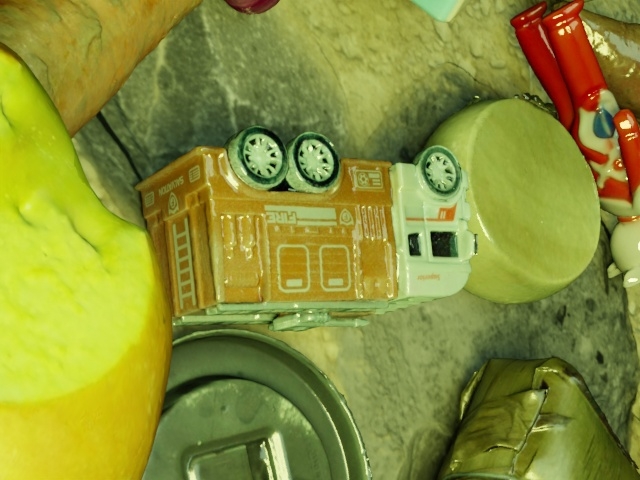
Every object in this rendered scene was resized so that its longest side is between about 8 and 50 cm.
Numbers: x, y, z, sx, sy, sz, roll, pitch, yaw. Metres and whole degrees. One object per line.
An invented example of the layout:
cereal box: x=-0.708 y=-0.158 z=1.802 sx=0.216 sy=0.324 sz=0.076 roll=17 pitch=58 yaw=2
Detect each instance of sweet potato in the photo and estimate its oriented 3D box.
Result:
sweet potato: x=0.433 y=-0.220 z=1.322 sx=0.337 sy=0.131 sz=0.131 roll=37 pitch=56 yaw=-25

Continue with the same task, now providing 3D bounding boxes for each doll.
doll: x=0.341 y=-0.103 z=1.193 sx=0.099 sy=0.188 sz=0.384 roll=-26 pitch=105 yaw=0

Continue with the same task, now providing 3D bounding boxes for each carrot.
carrot: x=-0.207 y=-0.158 z=0.804 sx=0.138 sy=0.139 sz=0.302 roll=54 pitch=46 yaw=-11

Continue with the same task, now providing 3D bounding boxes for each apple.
apple: x=-0.252 y=0.059 z=0.553 sx=0.374 sy=0.374 sz=0.384 roll=36 pitch=68 yaw=-23

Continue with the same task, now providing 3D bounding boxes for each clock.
clock: x=-0.078 y=0.214 z=0.830 sx=0.281 sy=0.055 sz=0.280 roll=12 pitch=69 yaw=-34

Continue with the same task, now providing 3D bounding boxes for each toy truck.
toy truck: x=0.000 y=0.000 z=0.908 sx=0.305 sy=0.136 sz=0.162 roll=1 pitch=77 yaw=-36

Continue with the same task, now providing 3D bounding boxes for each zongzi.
zongzi: x=0.203 y=0.336 z=0.937 sx=0.323 sy=0.160 sz=0.360 roll=49 pitch=52 yaw=-13

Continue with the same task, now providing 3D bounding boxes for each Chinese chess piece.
Chinese chess piece: x=0.208 y=-0.046 z=1.110 sx=0.238 sy=0.092 sz=0.237 roll=12 pitch=69 yaw=-33

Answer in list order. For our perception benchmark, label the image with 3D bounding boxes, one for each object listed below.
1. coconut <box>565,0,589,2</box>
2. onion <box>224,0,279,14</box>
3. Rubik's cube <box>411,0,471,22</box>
coconut: x=0.350 y=-0.403 z=1.263 sx=0.224 sy=0.224 sz=0.224 roll=13 pitch=68 yaw=-34
onion: x=-0.079 y=-0.274 z=0.968 sx=0.104 sy=0.115 sz=0.115 roll=-6 pitch=75 yaw=7
Rubik's cube: x=0.139 y=-0.458 z=1.011 sx=0.290 sy=0.291 sz=0.291 roll=40 pitch=53 yaw=5
